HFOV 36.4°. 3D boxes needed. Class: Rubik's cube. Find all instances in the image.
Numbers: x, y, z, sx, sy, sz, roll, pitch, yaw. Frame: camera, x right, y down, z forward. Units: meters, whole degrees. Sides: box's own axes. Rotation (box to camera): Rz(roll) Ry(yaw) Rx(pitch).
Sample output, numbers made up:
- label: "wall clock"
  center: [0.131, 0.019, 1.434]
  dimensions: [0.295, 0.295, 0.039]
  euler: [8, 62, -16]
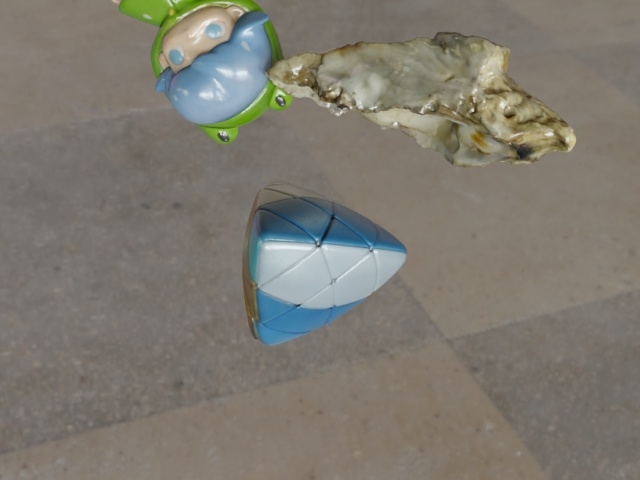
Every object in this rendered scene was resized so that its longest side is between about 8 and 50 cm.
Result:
- label: "Rubik's cube"
  center: [0.000, 0.000, 1.388]
  dimensions: [0.254, 0.254, 0.254]
  euler: [4, 37, -3]

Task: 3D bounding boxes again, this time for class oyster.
- label: "oyster"
  center: [0.110, -0.158, 1.042]
  dimensions: [0.341, 0.166, 0.110]
  euler: [9, 76, 40]

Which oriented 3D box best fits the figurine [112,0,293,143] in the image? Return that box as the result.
- label: "figurine"
  center: [-0.143, -0.245, 1.135]
  dimensions: [0.162, 0.263, 0.143]
  euler: [-31, 12, 9]
